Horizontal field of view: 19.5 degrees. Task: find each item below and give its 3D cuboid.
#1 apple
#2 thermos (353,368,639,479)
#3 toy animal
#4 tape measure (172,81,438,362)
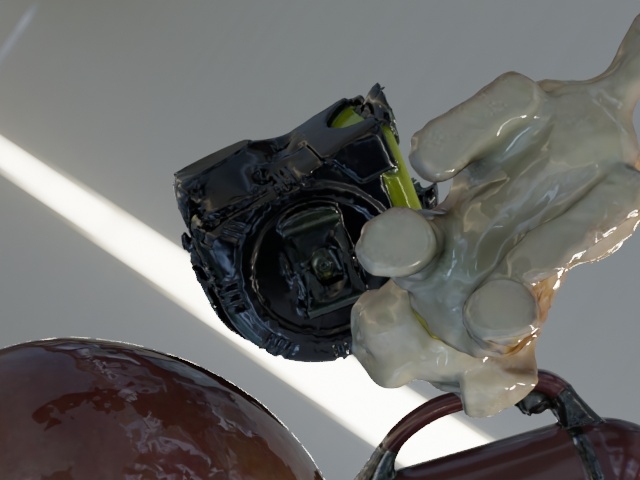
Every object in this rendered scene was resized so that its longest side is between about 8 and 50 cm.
[{"bbox_3d":[-0.116,0.198,0.906,0.305,0.306,0.235,-48,-148,24],"label":"apple"},{"bbox_3d":[0.099,0.168,1.148,0.109,0.330,0.136,78,-4,-67],"label":"thermos"},{"bbox_3d":[0.097,-0.005,0.870,0.184,0.104,0.185,-47,161,-17],"label":"toy animal"},{"bbox_3d":[0.000,0.000,1.418,0.199,0.186,0.112,-22,-157,1],"label":"tape measure"}]
